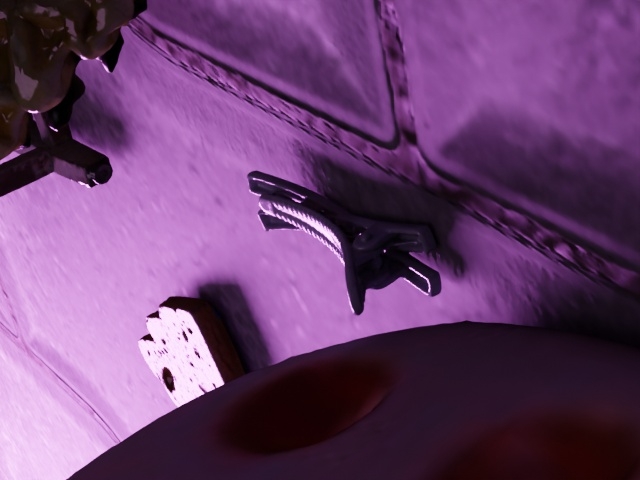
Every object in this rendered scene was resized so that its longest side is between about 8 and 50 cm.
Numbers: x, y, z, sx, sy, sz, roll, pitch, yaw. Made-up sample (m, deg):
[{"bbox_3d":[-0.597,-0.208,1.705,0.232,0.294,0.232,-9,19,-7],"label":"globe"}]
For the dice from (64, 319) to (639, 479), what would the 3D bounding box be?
[{"bbox_3d":[0.040,0.223,0.463,0.304,0.277,0.304,8,127,61],"label":"dice"}]

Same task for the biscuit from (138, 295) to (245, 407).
[{"bbox_3d":[-0.065,0.076,0.787,0.119,0.019,0.130,48,152,26],"label":"biscuit"}]

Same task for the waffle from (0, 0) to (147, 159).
[{"bbox_3d":[-0.155,-0.143,0.593,0.208,0.054,0.214,41,116,18],"label":"waffle"}]

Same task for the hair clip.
[{"bbox_3d":[0.000,-0.001,0.570,0.115,0.039,0.030,27,134,53],"label":"hair clip"}]

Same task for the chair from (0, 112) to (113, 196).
[{"bbox_3d":[-0.253,-0.097,0.814,0.270,0.136,0.147,23,135,50],"label":"chair"}]
